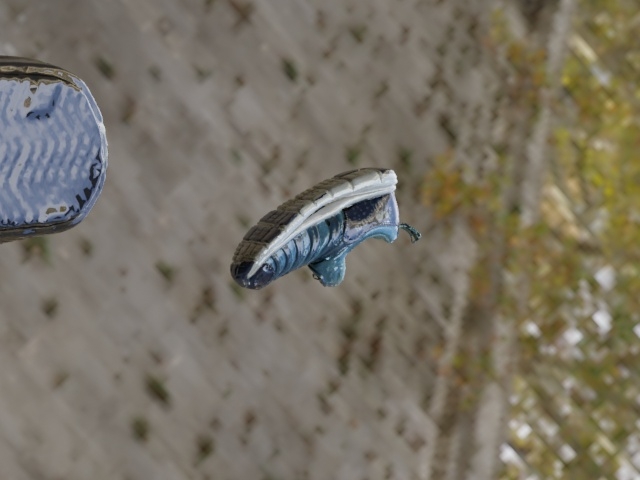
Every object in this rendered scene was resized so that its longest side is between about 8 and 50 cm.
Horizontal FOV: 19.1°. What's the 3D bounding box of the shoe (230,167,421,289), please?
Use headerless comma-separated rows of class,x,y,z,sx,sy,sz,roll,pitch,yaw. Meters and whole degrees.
shoe,0.000,0.000,1.382,0.143,0.071,0.064,-29,-170,-18

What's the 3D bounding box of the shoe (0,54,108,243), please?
shoe,-0.368,-0.061,1.414,0.384,0.171,0.237,-11,-170,-29
